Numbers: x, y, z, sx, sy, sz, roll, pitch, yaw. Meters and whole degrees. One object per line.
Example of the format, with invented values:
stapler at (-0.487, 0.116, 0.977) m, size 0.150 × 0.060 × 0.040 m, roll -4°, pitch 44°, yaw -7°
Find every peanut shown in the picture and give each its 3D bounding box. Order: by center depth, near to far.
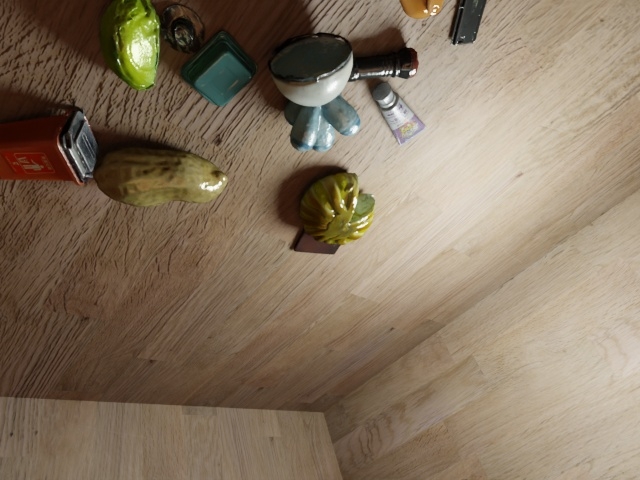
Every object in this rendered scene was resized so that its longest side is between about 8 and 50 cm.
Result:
peanut at (-0.480, -0.187, 1.308) m, size 0.386 × 0.170 × 0.192 m, roll -1°, pitch 149°, yaw -24°

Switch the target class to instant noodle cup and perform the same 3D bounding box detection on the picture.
instant noodle cup at (-0.273, -0.458, 1.173) m, size 0.179 × 0.070 × 0.157 m, roll -37°, pitch 140°, yaw 16°

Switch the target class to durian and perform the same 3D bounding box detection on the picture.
durian at (-0.463, -0.488, 1.036) m, size 0.139 × 0.101 × 0.250 m, roll -39°, pitch 154°, yaw -37°

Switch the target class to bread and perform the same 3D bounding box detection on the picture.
bread at (0.068, -0.103, 1.649) m, size 0.332 × 0.160 × 0.333 m, roll -11°, pitch 139°, yaw -9°

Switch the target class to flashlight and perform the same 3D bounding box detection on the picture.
flashlight at (0.175, -0.526, 1.286) m, size 0.231 × 0.093 × 0.093 m, roll -9°, pitch 139°, yaw -6°

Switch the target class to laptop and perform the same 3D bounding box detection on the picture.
laptop at (0.000, 0.000, 1.842) m, size 0.207 × 0.026 × 0.154 m, roll 6°, pitch 135°, yaw -27°

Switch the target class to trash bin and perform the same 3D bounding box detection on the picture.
trash bin at (-0.737, -0.252, 1.136) m, size 0.238 × 0.185 × 0.161 m, roll -4°, pitch 139°, yaw -4°

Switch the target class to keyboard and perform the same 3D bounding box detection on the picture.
keyboard at (0.446, -0.695, 1.252) m, size 0.093 × 0.025 × 0.230 m, roll -13°, pitch 140°, yaw -13°

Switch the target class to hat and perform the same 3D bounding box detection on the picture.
hat at (-0.350, -0.526, 1.074) m, size 0.121 × 0.050 × 0.121 m, roll -10°, pitch 137°, yaw -10°

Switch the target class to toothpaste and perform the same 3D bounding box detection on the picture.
toothpaste at (0.270, -0.424, 1.456) m, size 0.114 × 0.073 × 0.299 m, roll -36°, pitch 146°, yaw 18°

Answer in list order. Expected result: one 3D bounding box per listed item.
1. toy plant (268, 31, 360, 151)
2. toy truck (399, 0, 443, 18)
toy plant at (-0.008, -0.395, 1.243) m, size 0.246 × 0.247 × 0.332 m, roll -18°, pitch 143°, yaw -4°
toy truck at (0.324, -0.701, 1.079) m, size 0.264 × 0.189 × 0.239 m, roll -15°, pitch 150°, yaw -8°
